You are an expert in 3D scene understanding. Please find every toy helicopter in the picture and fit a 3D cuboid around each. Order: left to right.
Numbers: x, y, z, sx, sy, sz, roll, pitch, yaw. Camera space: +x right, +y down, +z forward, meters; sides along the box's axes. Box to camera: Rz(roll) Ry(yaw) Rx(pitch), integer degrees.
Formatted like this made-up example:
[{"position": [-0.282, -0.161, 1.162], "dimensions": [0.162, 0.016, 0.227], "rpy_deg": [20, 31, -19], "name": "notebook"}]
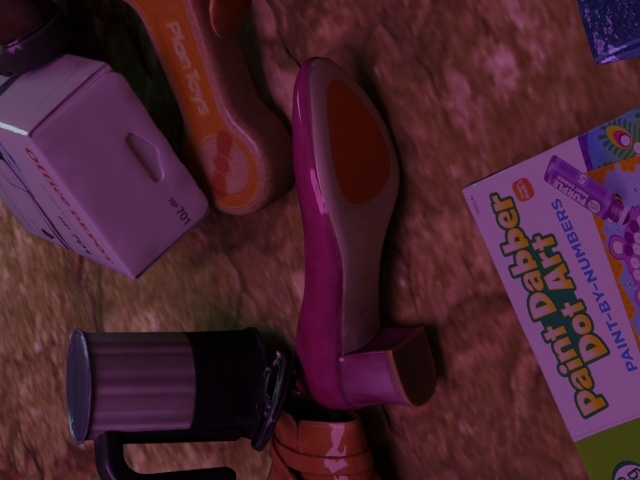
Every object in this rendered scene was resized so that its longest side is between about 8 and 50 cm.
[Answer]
[{"position": [-0.087, -0.184, 1.050], "dimensions": [0.235, 0.140, 0.355], "rpy_deg": [-6, 113, 36], "name": "toy helicopter"}]

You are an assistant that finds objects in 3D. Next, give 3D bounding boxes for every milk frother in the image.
[{"position": [-0.098, 0.105, 1.106], "dimensions": [0.143, 0.135, 0.129], "rpy_deg": [117, 147, -49], "name": "milk frother"}]

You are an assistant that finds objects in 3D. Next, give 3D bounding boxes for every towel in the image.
[{"position": [0.189, -0.138, 0.840], "dimensions": [0.119, 0.029, 0.067], "rpy_deg": [-12, 96, 46], "name": "towel"}]

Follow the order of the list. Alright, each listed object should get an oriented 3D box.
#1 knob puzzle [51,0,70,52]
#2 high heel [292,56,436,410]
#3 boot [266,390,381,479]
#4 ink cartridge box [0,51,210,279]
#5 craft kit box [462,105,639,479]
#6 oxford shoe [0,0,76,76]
[{"position": [-0.262, -0.203, 1.254], "dimensions": [0.213, 0.030, 0.213], "rpy_deg": [14, 113, 36], "name": "knob puzzle"}, {"position": [0.000, 0.000, 1.051], "dimensions": [0.117, 0.082, 0.244], "rpy_deg": [-3, 113, 44], "name": "high heel"}, {"position": [0.031, 0.195, 1.101], "dimensions": [0.197, 0.073, 0.152], "rpy_deg": [12, 110, 38], "name": "boot"}, {"position": [-0.184, -0.063, 1.136], "dimensions": [0.191, 0.082, 0.139], "rpy_deg": [21, 149, 55], "name": "ink cartridge box"}, {"position": [0.224, 0.038, 0.862], "dimensions": [0.246, 0.061, 0.250], "rpy_deg": [-27, 86, 49], "name": "craft kit box"}, {"position": [-0.260, -0.187, 1.152], "dimensions": [0.227, 0.083, 0.096], "rpy_deg": [15, 144, 53], "name": "oxford shoe"}]
